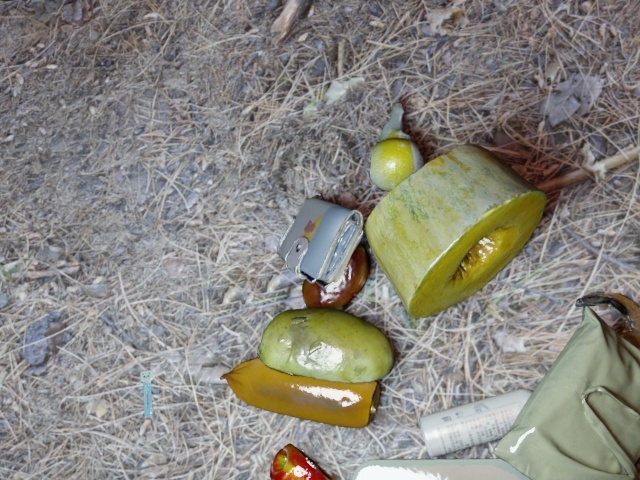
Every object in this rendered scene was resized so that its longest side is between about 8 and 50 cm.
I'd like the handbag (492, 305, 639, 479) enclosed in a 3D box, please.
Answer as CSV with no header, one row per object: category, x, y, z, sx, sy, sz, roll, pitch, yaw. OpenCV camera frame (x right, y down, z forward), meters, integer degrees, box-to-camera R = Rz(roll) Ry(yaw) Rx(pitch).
handbag,0.484,0.315,1.580,0.253,0.109,0.315,38,74,-9

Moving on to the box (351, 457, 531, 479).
box,0.239,0.584,1.607,0.367,0.090,0.372,-2,75,10

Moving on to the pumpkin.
pumpkin,0.233,-0.028,1.658,0.332,0.332,0.199,-42,67,-3

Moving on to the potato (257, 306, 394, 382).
potato,0.008,0.185,1.701,0.272,0.160,0.111,10,108,15

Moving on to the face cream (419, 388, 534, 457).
face cream,0.322,0.333,1.663,0.269,0.082,0.082,-16,73,4

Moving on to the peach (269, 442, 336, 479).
peach,-0.024,0.464,1.683,0.172,0.127,0.092,45,77,-8

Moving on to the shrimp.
shrimp,0.515,0.181,1.687,0.219,0.046,0.152,-27,73,-2

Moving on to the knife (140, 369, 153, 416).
knife,-0.354,0.313,1.823,0.027,0.010,0.096,-9,74,8

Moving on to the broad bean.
broad bean,0.031,0.074,1.786,0.165,0.084,0.114,-42,52,4

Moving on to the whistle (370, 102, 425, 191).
whistle,0.163,-0.186,1.823,0.123,0.123,0.223,1,60,10

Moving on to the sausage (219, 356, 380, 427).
sausage,-0.048,0.287,1.729,0.328,0.112,0.112,9,77,14

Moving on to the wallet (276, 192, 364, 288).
wallet,0.000,0.000,1.759,0.069,0.231,0.170,31,89,-24
